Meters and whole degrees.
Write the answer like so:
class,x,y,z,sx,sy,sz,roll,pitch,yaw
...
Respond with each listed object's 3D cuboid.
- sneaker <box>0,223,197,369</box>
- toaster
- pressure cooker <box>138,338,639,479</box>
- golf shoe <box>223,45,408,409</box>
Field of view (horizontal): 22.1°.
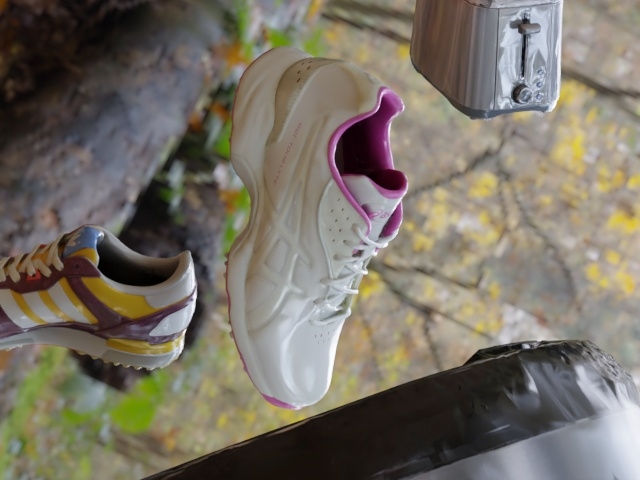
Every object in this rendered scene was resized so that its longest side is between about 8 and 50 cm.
class,x,y,z,sx,sy,sz,roll,pitch,yaw
sneaker,-0.169,0.023,1.008,0.069,0.185,0.084,-99,-160,-52
toaster,0.178,-0.236,1.782,0.227,0.129,0.146,-126,-146,-56
pressure cooker,0.053,0.293,0.783,0.375,0.420,0.370,-24,169,19
golf shoe,0.000,0.000,1.328,0.115,0.140,0.306,-23,118,-52
